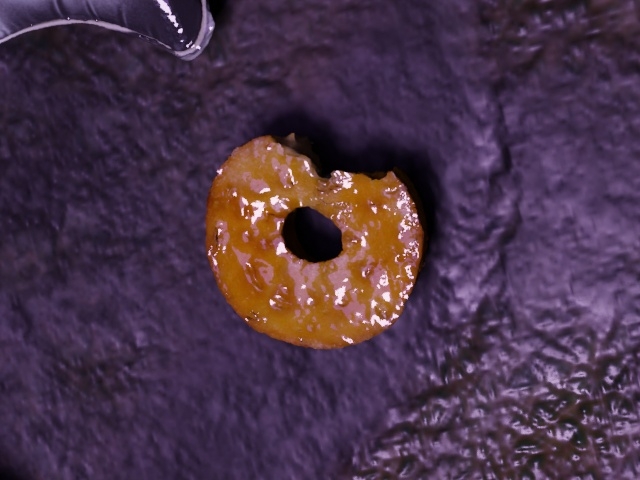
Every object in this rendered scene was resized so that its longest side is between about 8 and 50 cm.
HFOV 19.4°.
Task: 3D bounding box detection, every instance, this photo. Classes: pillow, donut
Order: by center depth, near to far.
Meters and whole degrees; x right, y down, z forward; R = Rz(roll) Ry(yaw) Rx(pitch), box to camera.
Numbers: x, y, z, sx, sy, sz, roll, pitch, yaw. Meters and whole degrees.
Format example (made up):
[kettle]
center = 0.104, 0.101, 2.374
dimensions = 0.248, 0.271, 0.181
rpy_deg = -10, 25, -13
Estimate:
[donut]
center = 0.000, 0.000, 0.874
dimensions = 0.108, 0.043, 0.097
rpy_deg = 25, 107, 19
[pillow]
center = -0.108, -0.138, 0.901
dimensions = 0.136, 0.055, 0.091
rpy_deg = 5, 118, 27
